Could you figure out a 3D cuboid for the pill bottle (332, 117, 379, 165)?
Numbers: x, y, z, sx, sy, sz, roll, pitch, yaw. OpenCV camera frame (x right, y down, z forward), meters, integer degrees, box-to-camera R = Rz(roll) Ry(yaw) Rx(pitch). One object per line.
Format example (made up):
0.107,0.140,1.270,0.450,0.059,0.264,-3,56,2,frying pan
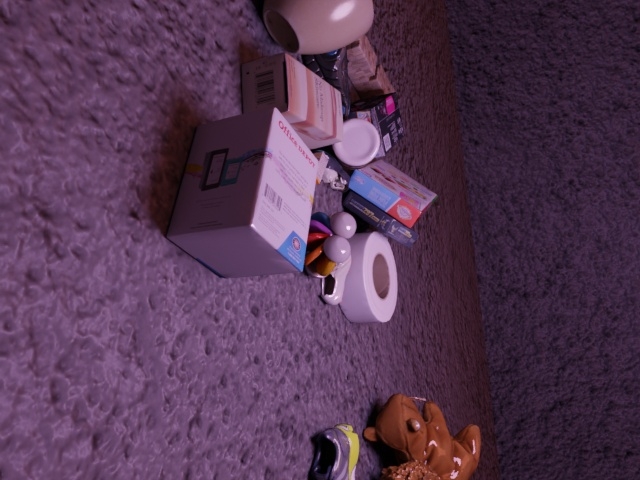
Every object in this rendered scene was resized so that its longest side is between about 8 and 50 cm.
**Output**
0.099,-0.272,1.738,0.229,0.131,0.131,-55,138,-87,pill bottle

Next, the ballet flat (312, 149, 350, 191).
0.033,-0.191,1.735,0.203,0.074,0.074,35,54,-59,ballet flat

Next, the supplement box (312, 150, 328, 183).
-0.024,-0.194,1.627,0.036,0.062,0.098,59,35,-37,supplement box

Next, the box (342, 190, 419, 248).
0.194,-0.064,1.904,0.059,0.183,0.233,-56,150,7,box

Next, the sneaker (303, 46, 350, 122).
0.022,-0.487,1.760,0.140,0.125,0.340,4,85,-82,sneaker

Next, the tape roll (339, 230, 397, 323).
0.145,0.113,1.851,0.286,0.100,0.285,24,63,-59,tape roll

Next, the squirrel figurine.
0.298,0.676,1.847,0.370,0.281,0.396,52,37,-37,squirrel figurine

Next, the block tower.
0.155,-0.571,2.043,0.335,0.097,0.090,46,45,-48,block tower

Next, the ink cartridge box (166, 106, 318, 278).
-0.144,-0.089,1.207,0.198,0.197,0.269,46,44,-50,ink cartridge box

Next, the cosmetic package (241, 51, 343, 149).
-0.062,-0.339,1.508,0.296,0.129,0.153,8,75,-63,cosmetic package

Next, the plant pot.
-0.033,-0.584,1.519,0.191,0.284,0.284,-46,133,-16,plant pot

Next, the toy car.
0.000,0.000,1.570,0.136,0.159,0.181,28,51,-16,toy car

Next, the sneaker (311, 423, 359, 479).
0.029,0.620,1.517,0.121,0.111,0.299,21,59,-50,sneaker

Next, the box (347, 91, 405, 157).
0.165,-0.371,1.958,0.247,0.142,0.163,-46,126,-56,box

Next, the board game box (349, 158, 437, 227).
0.241,-0.162,1.949,0.064,0.242,0.316,-59,169,22,board game box

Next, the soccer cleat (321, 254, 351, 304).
0.043,0.086,1.693,0.076,0.068,0.196,40,52,-50,soccer cleat
